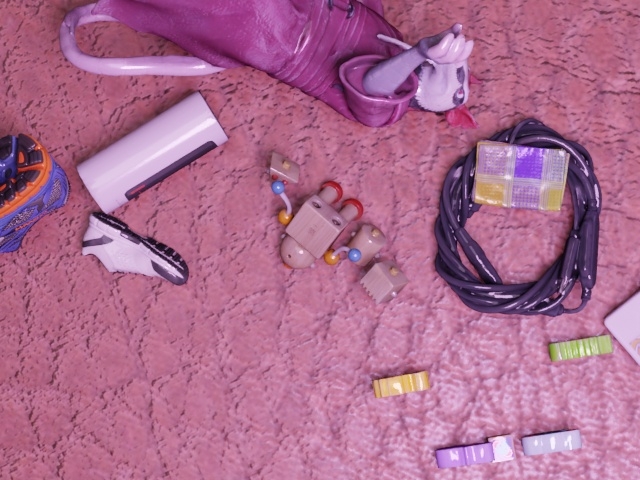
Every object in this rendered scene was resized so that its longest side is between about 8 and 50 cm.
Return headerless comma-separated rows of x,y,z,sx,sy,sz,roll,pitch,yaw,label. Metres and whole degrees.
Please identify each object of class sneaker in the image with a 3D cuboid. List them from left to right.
-0.318,-0.007,1.272,0.221,0.087,0.083,-30,61,15,sneaker
-0.172,0.016,1.289,0.109,0.040,0.043,29,103,8,sneaker

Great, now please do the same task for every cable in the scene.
0.181,-0.022,1.274,0.151,0.047,0.184,2,80,11,cable

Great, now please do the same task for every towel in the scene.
0.179,-0.058,1.251,0.083,0.009,0.060,8,80,12,towel

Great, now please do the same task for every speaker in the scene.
-0.156,-0.081,1.284,0.136,0.055,0.055,-32,84,-1,speaker

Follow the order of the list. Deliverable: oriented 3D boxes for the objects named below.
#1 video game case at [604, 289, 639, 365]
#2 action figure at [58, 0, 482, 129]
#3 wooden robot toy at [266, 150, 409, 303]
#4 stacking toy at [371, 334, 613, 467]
0.398,0.095,1.213,0.206,0.026,0.227,-43,84,26,video game case
-0.020,-0.171,1.221,0.370,0.248,0.275,28,121,-19,action figure
0.000,0.000,1.278,0.173,0.076,0.079,42,123,5,wooden robot toy
0.170,0.185,1.246,0.221,0.052,0.167,-11,84,1,stacking toy
